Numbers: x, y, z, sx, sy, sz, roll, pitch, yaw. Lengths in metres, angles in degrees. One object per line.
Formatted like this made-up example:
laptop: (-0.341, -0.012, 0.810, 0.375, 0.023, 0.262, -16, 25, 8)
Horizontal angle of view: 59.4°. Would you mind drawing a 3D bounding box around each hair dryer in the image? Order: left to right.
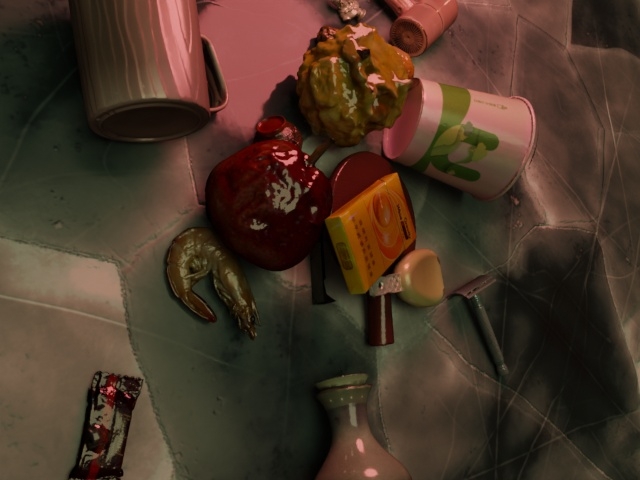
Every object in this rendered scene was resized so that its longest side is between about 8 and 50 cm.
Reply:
hair dryer: (0.177, -0.629, 1.386, 0.344, 0.107, 0.189, 44, 60, -6)

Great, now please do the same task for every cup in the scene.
cup: (-0.302, -0.322, 0.992, 0.209, 0.288, 0.272, -11, 82, 5)
cup: (0.300, -0.241, 1.274, 0.274, 0.253, 0.252, 15, 70, -18)

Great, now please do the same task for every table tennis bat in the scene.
table tennis bat: (0.116, 0.013, 1.183, 0.268, 0.051, 0.414, 3, 80, -42)

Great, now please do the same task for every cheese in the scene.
cheese: (0.173, 0.085, 1.153, 0.252, 0.054, 0.127, -4, 84, -51)

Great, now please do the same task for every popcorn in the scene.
popcorn: (0.070, -0.325, 1.166, 0.250, 0.225, 0.249, 12, 62, -24)

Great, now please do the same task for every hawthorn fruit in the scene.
hawthorn fruit: (-0.073, -0.089, 1.018, 0.230, 0.210, 0.266, 42, 95, 2)

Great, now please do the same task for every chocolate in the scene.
chocolate: (-0.337, 0.302, 0.885, 0.086, 0.028, 0.182, 19, 67, -27)

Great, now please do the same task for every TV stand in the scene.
TV stand: (0.000, 0.000, 1.142, 0.040, 0.049, 0.256, 4, 75, -30)

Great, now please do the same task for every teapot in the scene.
teapot: (0.061, 0.377, 1.018, 0.184, 0.183, 0.250, 3, 64, -29)

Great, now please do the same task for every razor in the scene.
razor: (0.389, 0.204, 1.306, 0.106, 0.068, 0.231, -26, 95, -31)

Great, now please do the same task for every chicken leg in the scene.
chicken leg: (0.107, -0.420, 1.295, 0.252, 0.087, 0.107, 22, 56, -16)

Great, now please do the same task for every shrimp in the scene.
shrimp: (-0.191, 0.085, 1.010, 0.133, 0.053, 0.235, -29, 89, -34)

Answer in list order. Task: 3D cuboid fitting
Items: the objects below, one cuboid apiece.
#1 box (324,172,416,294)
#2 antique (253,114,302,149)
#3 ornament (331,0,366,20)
box: (0.106, -0.022, 1.087, 0.269, 0.044, 0.152, -37, 114, -54)
antique: (-0.084, -0.193, 1.118, 0.104, 0.104, 0.103, 8, 73, -28)
ornament: (0.063, -0.555, 1.328, 0.092, 0.041, 0.068, -9, 87, -40)
